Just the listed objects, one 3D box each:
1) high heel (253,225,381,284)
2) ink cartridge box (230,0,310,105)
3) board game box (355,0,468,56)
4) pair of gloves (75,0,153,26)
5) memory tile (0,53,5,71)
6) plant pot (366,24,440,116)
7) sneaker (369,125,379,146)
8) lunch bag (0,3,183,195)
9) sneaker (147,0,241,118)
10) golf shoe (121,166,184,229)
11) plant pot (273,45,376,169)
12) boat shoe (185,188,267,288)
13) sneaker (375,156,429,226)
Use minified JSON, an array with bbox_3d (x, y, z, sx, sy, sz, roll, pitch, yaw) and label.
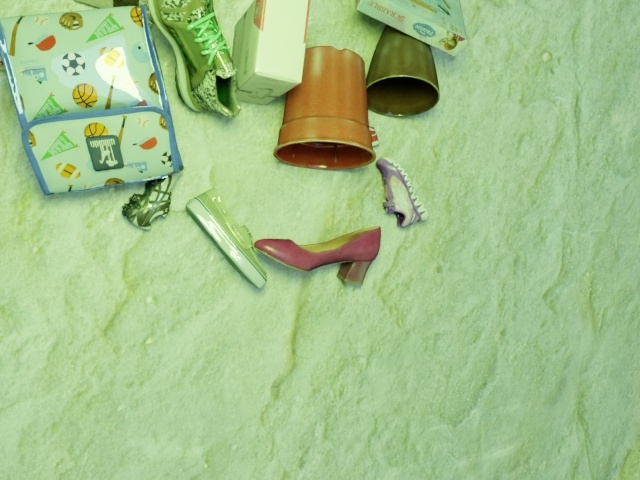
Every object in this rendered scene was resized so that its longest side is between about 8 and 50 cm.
[{"bbox_3d":[0.000,0.000,1.464,0.377,0.127,0.181,16,97,-36],"label":"high heel"},{"bbox_3d":[-0.139,-0.474,1.319,0.117,0.283,0.207,6,90,-23],"label":"ink cartridge box"},{"bbox_3d":[0.251,-0.697,1.479,0.319,0.066,0.318,18,53,-19],"label":"board game box"},{"bbox_3d":[-0.475,-0.627,1.229,0.204,0.240,0.042,14,52,-19],"label":"pair of gloves"},{"bbox_3d":[-0.814,-0.429,1.224,0.148,0.012,0.113,-27,101,-16],"label":"memory tile"},{"bbox_3d":[0.235,-0.510,1.507,0.215,0.215,0.230,11,73,-20],"label":"plant pot"},{"bbox_3d":[0.115,-0.298,1.542,0.118,0.042,0.067,-22,103,-25],"label":"sneaker"},{"bbox_3d":[-0.517,-0.315,1.218,0.328,0.239,0.385,-11,101,-15],"label":"lunch bag"},{"bbox_3d":[-0.257,-0.453,1.221,0.182,0.410,0.158,34,64,25],"label":"sneaker"},{"bbox_3d":[-0.414,-0.115,1.356,0.198,0.077,0.094,-47,123,-10],"label":"golf shoe"},{"bbox_3d":[0.016,-0.351,1.402,0.273,0.272,0.265,4,83,-20],"label":"plant pot"},{"bbox_3d":[-0.230,-0.005,1.400,0.094,0.109,0.302,-41,102,-16],"label":"boat shoe"},{"bbox_3d":[0.225,-0.136,1.566,0.105,0.095,0.236,-35,104,-7],"label":"sneaker"}]
